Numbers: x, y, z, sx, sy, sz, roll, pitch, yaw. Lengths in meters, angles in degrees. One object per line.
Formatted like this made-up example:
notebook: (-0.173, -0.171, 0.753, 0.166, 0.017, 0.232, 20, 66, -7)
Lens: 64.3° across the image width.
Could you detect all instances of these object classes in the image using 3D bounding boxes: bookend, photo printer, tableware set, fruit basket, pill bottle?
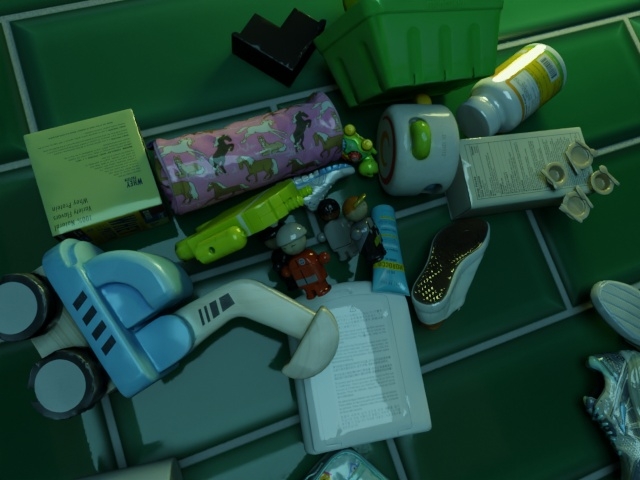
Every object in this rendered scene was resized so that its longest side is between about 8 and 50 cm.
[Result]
bookend: (-0.095, -0.461, 1.155, 0.157, 0.072, 0.156, 30, 74, -1)
photo printer: (0.069, 0.236, 1.006, 0.255, 0.107, 0.308, -8, 78, -12)
tableware set: (0.560, -0.131, 1.100, 0.168, 0.020, 0.141, -39, 87, -14)
fruit basket: (0.171, -0.495, 1.099, 0.391, 0.283, 0.393, 1, 89, -27)
pill bottle: (0.436, -0.336, 1.180, 0.245, 0.136, 0.136, -38, 86, -15)

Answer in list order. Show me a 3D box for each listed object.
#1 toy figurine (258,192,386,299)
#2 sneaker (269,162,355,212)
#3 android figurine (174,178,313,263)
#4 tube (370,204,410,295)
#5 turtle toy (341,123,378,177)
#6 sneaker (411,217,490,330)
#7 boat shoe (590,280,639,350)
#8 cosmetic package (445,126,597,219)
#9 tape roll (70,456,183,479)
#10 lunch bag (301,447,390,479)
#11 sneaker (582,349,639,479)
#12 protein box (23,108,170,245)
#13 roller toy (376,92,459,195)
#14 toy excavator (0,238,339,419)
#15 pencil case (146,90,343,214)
toy figurine: (0.000, 0.000, 0.993, 0.209, 0.213, 0.148, -29, 100, -14)
sneaker: (-0.009, -0.108, 1.099, 0.190, 0.071, 0.083, -21, 89, -5)
android figurine: (-0.140, -0.039, 0.962, 0.272, 0.248, 0.056, -22, 105, 20)
tube: (0.137, 0.021, 1.056, 0.080, 0.052, 0.207, 6, 54, -10)
turtle toy: (0.080, -0.196, 1.121, 0.130, 0.095, 0.066, 41, 95, 1)
sneaker: (0.279, 0.070, 1.099, 0.105, 0.123, 0.290, 19, 52, 34)
boat shoe: (0.709, 0.201, 1.124, 0.302, 0.094, 0.109, 36, 68, -1)
cosmetic package: (0.442, -0.151, 1.152, 0.309, 0.113, 0.160, -7, 79, -10)
tape roll: (-0.307, 0.495, 0.818, 0.169, 0.246, 0.246, -9, 79, -12)
lunch bag: (0.023, 0.537, 0.931, 0.224, 0.108, 0.279, 43, 75, 2)
sneaker: (0.624, 0.377, 1.083, 0.122, 0.110, 0.283, 0, 74, 9)
protein box: (-0.425, -0.114, 0.990, 0.199, 0.136, 0.201, -19, 81, -13)
roller toy: (0.207, -0.193, 1.084, 0.146, 0.191, 0.209, -2, 39, -9)
toy excavator: (-0.248, 0.131, 0.874, 0.445, 0.222, 0.433, -35, 86, -1)
pencil case: (-0.140, -0.181, 1.033, 0.385, 0.160, 0.167, -21, 69, -15)
